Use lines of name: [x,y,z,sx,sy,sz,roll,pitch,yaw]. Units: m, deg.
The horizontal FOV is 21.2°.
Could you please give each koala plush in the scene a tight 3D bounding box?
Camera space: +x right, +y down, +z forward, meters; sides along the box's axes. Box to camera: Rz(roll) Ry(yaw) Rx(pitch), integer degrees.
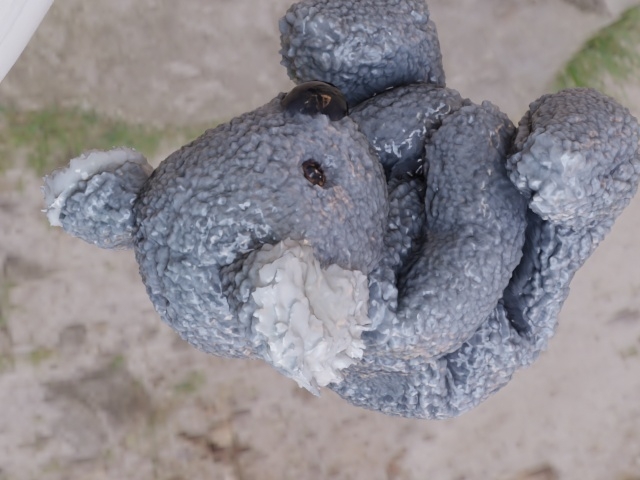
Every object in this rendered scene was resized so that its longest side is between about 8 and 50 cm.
koala plush: [0.000,0.000,0.792,0.221,0.196,0.203,-7,122,-51]

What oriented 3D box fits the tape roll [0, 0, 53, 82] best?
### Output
tape roll: [-0.170,-0.090,0.274,0.246,0.169,0.246,-39,160,-17]
